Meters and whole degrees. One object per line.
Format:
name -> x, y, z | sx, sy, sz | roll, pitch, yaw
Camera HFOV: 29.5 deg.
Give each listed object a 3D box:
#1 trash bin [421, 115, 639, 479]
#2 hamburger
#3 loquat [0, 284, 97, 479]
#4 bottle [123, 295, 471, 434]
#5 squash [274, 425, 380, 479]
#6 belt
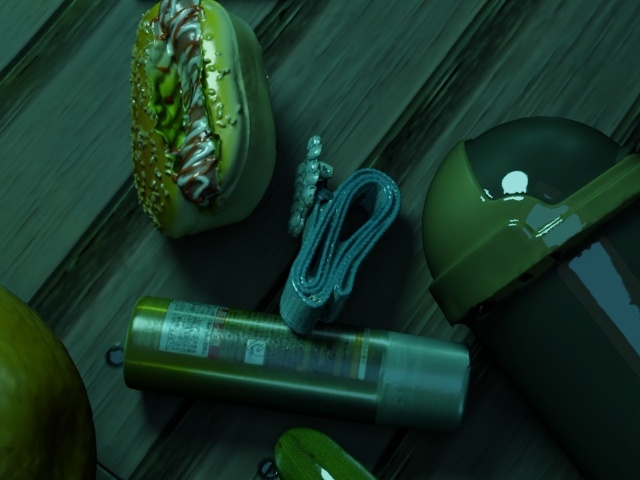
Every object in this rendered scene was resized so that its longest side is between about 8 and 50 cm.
trash bin -> 0.219, 0.046, 0.978 | 0.214, 0.214, 0.334 | -33, 79, -10
hamburger -> -0.112, -0.109, 1.048 | 0.116, 0.173, 0.210 | -1, 72, -26
loquat -> -0.324, 0.167, 0.886 | 0.328, 0.328, 0.328 | 0, 73, 0
bottle -> -0.018, 0.105, 1.025 | 0.286, 0.082, 0.082 | 8, 73, 3
squash -> 0.049, 0.237, 0.967 | 0.066, 0.066, 0.252 | -45, 59, -12
belt -> 0.002, -0.003, 1.036 | 0.100, 0.065, 0.179 | 28, 45, -1
